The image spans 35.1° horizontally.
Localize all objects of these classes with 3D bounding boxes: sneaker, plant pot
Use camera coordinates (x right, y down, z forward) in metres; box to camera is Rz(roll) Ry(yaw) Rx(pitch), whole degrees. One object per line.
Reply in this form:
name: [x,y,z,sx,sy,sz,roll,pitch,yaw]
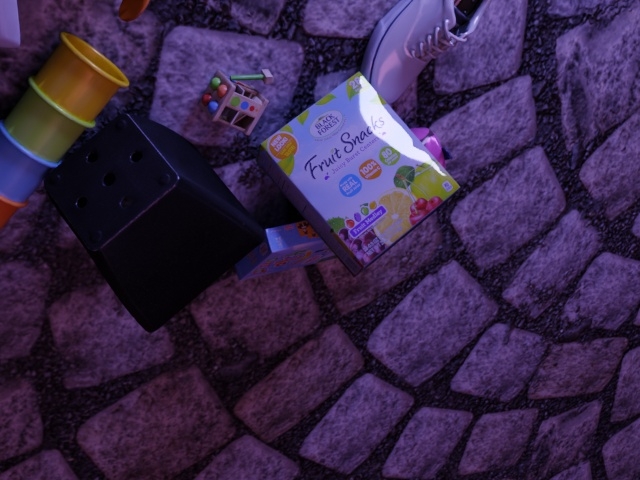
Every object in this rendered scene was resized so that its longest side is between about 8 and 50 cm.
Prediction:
sneaker: [0.147,-0.283,1.330,0.094,0.091,0.258,23,107,-40]
plant pot: [-0.210,-0.036,1.188,0.187,0.188,0.167,-40,153,-1]

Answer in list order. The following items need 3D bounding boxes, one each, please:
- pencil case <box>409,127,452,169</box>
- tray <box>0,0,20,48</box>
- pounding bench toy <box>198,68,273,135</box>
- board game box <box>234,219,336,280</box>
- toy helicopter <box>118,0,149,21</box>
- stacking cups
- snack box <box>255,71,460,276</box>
pencil case: [0.073,-0.093,1.408,0.209,0.095,0.098,-15,85,-17]
tray: [-0.432,-0.244,0.966,0.270,0.030,0.145,2,136,-10]
pounding bench toy: [-0.105,-0.187,1.270,0.065,0.052,0.083,20,109,-39]
board game box: [0.000,0.000,1.410,0.211,0.039,0.160,-12,169,-23]
toy helicopter: [-0.175,-0.388,1.037,0.355,0.140,0.235,-37,134,-8]
stacking cups: [-0.356,-0.091,1.160,0.316,0.096,0.096,-48,132,8]
snack box: [0.047,-0.087,1.316,0.174,0.207,0.070,-39,173,-18]
